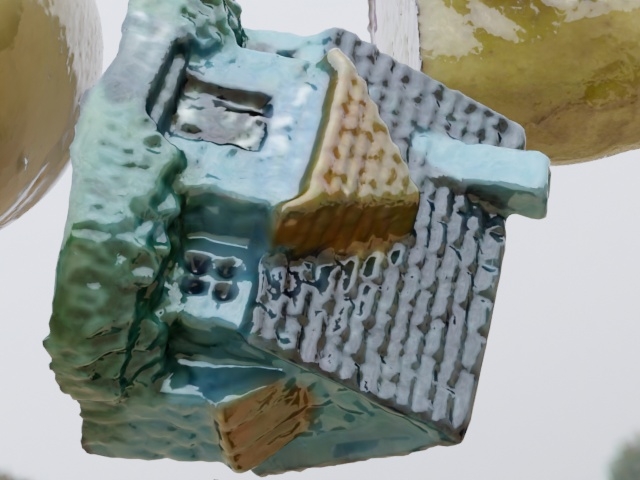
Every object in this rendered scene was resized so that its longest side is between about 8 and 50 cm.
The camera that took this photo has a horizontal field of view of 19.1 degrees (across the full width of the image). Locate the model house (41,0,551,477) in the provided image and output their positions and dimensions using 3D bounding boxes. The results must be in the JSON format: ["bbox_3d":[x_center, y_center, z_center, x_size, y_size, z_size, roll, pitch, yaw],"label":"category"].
[{"bbox_3d":[0.000,0.000,1.058,0.241,0.261,0.226,9,-35,8],"label":"model house"}]

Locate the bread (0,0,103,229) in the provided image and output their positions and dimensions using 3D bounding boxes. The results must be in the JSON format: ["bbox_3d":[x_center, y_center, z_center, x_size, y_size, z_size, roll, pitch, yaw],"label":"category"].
[{"bbox_3d":[-0.333,-0.135,1.578,0.348,0.253,0.376,-61,-5,-1],"label":"bread"}]

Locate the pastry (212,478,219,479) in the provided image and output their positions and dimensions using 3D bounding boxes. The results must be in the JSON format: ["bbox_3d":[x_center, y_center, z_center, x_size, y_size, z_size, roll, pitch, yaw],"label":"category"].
[{"bbox_3d":[-0.091,0.285,1.596,0.102,0.154,0.250,-35,-41,-10],"label":"pastry"}]

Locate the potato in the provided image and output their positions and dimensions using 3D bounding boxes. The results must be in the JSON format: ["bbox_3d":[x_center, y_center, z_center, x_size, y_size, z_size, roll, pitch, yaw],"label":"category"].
[{"bbox_3d":[0.180,-0.154,1.506,0.266,0.229,0.229,4,-17,-8],"label":"potato"}]
